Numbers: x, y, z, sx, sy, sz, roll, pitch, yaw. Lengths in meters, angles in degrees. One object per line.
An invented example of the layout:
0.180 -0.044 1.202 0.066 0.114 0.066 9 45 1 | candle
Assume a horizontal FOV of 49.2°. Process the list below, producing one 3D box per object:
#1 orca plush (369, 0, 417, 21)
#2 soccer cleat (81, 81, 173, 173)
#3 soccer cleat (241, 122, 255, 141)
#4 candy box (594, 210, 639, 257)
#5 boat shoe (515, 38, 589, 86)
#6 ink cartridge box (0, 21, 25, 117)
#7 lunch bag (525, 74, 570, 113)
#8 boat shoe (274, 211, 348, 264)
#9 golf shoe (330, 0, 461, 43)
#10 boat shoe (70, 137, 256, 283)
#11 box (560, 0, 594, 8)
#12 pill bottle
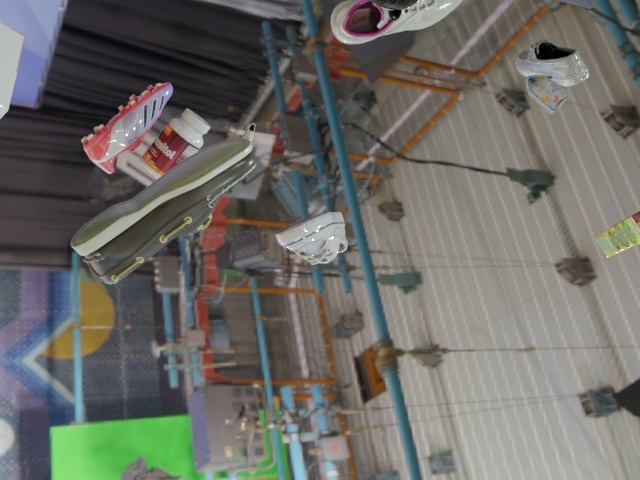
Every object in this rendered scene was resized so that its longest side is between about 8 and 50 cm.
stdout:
0.158 -0.487 1.277 0.102 0.287 0.151 9 -80 27 | orca plush
-0.405 -0.251 1.522 0.083 0.248 0.095 3 -46 52 | soccer cleat
-0.199 -0.287 1.930 0.035 0.029 0.083 -26 -137 54 | soccer cleat
0.561 -0.028 1.210 0.053 0.109 0.187 62 -1 12 | candy box
0.495 -0.398 1.518 0.081 0.079 0.227 62 -5 -28 | boat shoe
-0.554 -0.223 1.068 0.218 0.092 0.158 -26 -128 34 | ink cartridge box
0.423 -0.283 1.317 0.083 0.071 0.053 41 -76 7 | lunch bag
0.000 0.000 1.245 0.095 0.258 0.084 -21 -92 22 | boat shoe
0.171 -0.484 1.462 0.140 0.306 0.115 -88 157 -71 | golf shoe
-0.166 -0.035 0.793 0.069 0.227 0.081 60 -4 -27 | boat shoe
0.499 -0.625 1.515 0.247 0.163 0.142 20 -92 16 | box
-0.307 -0.204 1.496 0.152 0.086 0.086 -50 -142 8 | pill bottle
